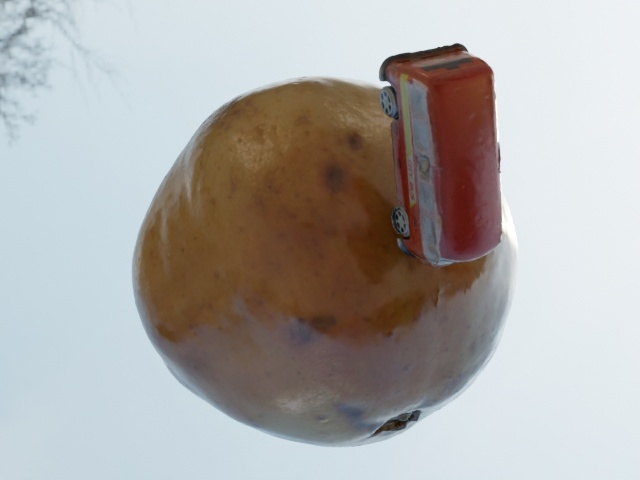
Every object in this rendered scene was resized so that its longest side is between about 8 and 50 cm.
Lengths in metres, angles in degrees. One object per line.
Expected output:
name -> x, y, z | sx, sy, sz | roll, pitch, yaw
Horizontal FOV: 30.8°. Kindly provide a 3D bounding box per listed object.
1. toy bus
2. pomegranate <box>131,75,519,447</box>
toy bus -> 0.099, -0.060, 0.906 | 0.079, 0.174, 0.077 | -15, -157, -20
pomegranate -> 0.000, 0.000, 1.160 | 0.410, 0.410, 0.410 | -1, -144, 1
